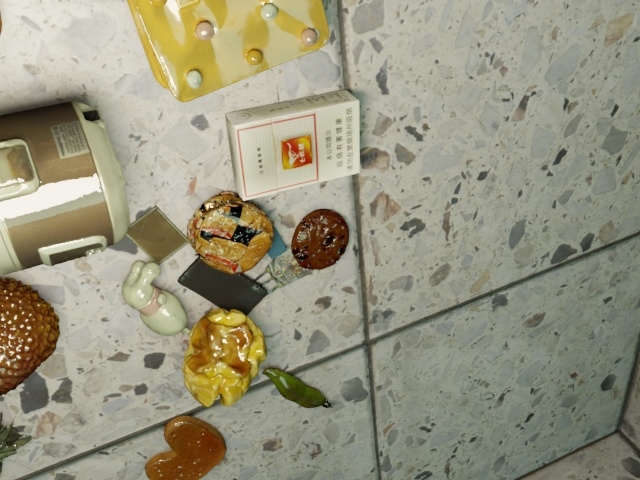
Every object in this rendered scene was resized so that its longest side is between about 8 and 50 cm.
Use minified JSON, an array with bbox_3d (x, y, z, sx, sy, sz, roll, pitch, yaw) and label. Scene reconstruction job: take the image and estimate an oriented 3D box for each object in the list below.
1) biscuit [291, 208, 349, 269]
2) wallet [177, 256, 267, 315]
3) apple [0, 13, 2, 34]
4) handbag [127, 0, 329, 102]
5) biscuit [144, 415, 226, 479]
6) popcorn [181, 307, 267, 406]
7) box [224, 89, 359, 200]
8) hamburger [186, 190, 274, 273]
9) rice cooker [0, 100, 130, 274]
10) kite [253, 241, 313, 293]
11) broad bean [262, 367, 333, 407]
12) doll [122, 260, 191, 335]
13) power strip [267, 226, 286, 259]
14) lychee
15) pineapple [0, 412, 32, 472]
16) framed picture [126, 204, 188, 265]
[{"bbox_3d":[0.000,0.000,1.857,0.191,0.049,0.192,-11,118,-21],"label":"biscuit"},{"bbox_3d":[-0.275,0.130,1.819,0.124,0.025,0.244,-47,125,10],"label":"wallet"},{"bbox_3d":[-0.678,-0.402,1.169,0.199,0.199,0.199,-13,126,-18],"label":"apple"},{"bbox_3d":[-0.195,-0.492,1.390,0.400,0.133,0.283,-23,124,-11],"label":"handbag"},{"bbox_3d":[-0.459,0.697,2.106,0.277,0.052,0.262,-42,125,5],"label":"biscuit"},{"bbox_3d":[-0.282,0.343,1.812,0.225,0.265,0.332,21,138,-26],"label":"popcorn"},{"bbox_3d":[-0.065,-0.244,1.637,0.330,0.095,0.210,-14,126,-16],"label":"box"},{"bbox_3d":[-0.235,-0.012,1.685,0.230,0.107,0.231,-8,117,-16],"label":"hamburger"},{"bbox_3d":[-0.580,-0.104,1.311,0.325,0.335,0.335,-17,128,-21],"label":"rice cooker"},{"bbox_3d":[-0.133,0.106,1.889,0.245,0.015,0.141,-36,127,-1],"label":"kite"},{"bbox_3d":[-0.075,0.509,2.162,0.077,0.061,0.339,-50,130,2],"label":"broad bean"},{"bbox_3d":[-0.441,0.176,1.712,0.113,0.154,0.275,-55,141,-35],"label":"doll"},{"bbox_3d":[-0.142,-0.004,1.799,0.056,0.032,0.123,-31,130,-5],"label":"power strip"},{"bbox_3d":[-0.760,0.220,1.509,0.267,0.267,0.268,-13,126,-18],"label":"lychee"},{"bbox_3d":[-0.945,0.615,1.741,0.364,0.165,0.166,-35,130,-4],"label":"pineapple"},{"bbox_3d":[-0.424,-0.010,1.668,0.109,0.011,0.149,-37,130,-1],"label":"framed picture"}]
